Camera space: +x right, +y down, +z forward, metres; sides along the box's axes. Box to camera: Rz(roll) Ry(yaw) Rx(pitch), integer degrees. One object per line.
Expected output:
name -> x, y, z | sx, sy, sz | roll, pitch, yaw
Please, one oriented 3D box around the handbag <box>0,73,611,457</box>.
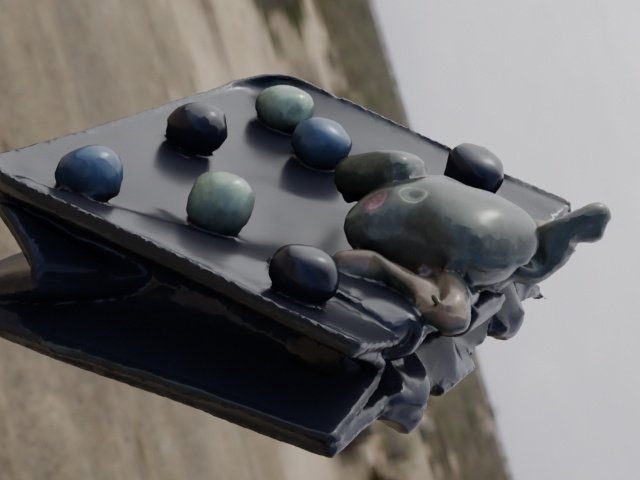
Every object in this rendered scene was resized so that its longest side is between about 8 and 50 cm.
handbag -> 0.000, 0.000, 0.965 | 0.325, 0.269, 0.118 | -30, 138, -62
